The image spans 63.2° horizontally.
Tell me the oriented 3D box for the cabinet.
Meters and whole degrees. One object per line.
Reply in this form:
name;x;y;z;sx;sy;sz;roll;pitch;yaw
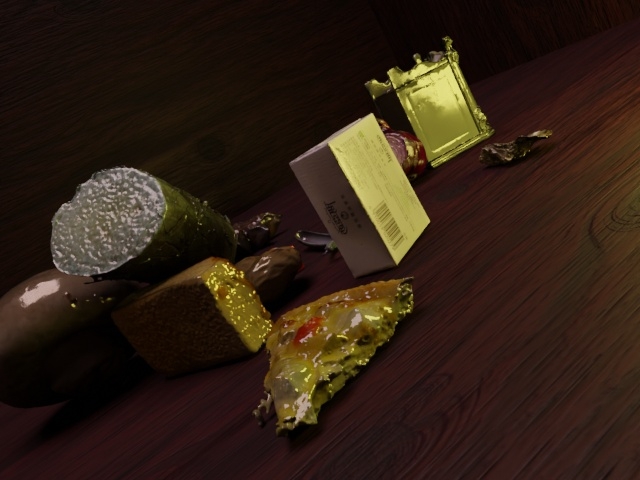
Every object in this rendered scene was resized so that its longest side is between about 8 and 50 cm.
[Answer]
cabinet;0.332;-0.420;1.634;0.227;0.318;0.290;-30;12;-3

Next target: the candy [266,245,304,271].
candy;-0.093;0.051;1.294;0.038;0.062;0.122;-36;15;-28

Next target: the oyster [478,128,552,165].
oyster;0.437;-0.210;1.183;0.177;0.056;0.105;-17;11;41

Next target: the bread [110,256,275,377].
bread;-0.238;0.145;0.974;0.274;0.185;0.114;-21;18;34

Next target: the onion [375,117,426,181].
onion;0.208;-0.259;1.522;0.139;0.218;0.195;-2;-21;-40

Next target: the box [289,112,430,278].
box;0.085;-0.089;1.009;0.111;0.260;0.194;-24;12;39

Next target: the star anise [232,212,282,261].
star anise;-0.282;-0.006;1.825;0.315;0.108;0.315;-20;17;7

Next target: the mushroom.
mushroom;-0.530;0.228;1.125;0.362;0.294;0.362;-35;-24;-18

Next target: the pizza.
pizza;0.000;0.146;0.694;0.280;0.075;0.288;-25;13;20

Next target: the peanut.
peanut;-0.134;0.085;1.144;0.233;0.110;0.196;-17;12;42

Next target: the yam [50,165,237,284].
yam;-0.343;-0.004;1.093;0.241;0.241;0.348;-26;-21;16

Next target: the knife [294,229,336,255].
knife;0.001;0.002;1.307;0.123;0.053;0.278;-39;14;-21
